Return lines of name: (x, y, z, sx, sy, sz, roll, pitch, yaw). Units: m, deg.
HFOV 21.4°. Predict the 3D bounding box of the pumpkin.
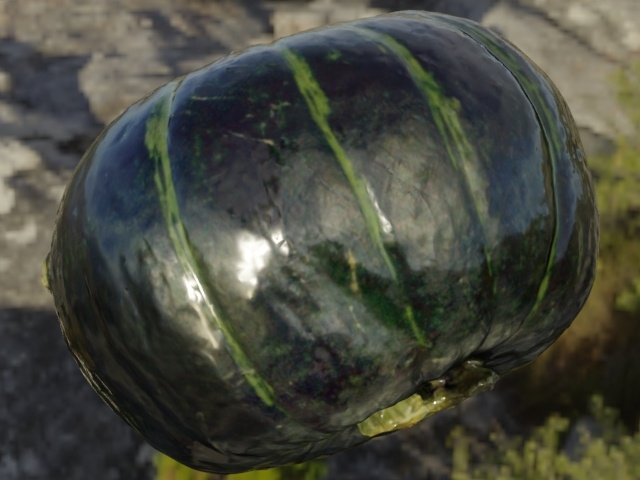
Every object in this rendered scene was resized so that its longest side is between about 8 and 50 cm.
pumpkin: (0.000, 0.000, 0.989, 0.323, 0.241, 0.323, -19, -10, -3)
